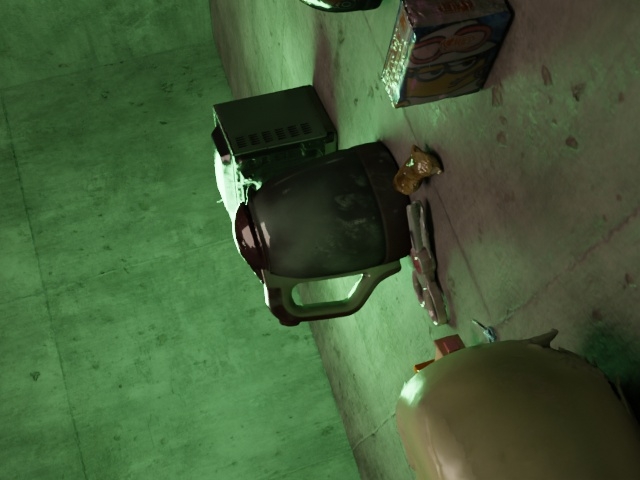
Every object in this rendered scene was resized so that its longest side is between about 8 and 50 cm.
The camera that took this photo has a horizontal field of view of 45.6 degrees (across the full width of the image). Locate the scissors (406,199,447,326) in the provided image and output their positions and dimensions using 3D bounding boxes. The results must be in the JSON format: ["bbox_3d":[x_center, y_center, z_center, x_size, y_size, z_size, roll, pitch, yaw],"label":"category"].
[{"bbox_3d":[0.179,0.035,1.324,0.118,0.031,0.242,-121,14,-56],"label":"scissors"}]

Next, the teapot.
[{"bbox_3d":[0.000,0.000,1.448,0.233,0.313,0.314,-143,38,-77],"label":"teapot"}]

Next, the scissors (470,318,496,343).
[{"bbox_3d":[0.249,0.138,1.169,0.083,0.006,0.036,-133,26,-69],"label":"scissors"}]

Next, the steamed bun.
[{"bbox_3d":[0.238,0.271,0.805,0.333,0.233,0.311,73,173,-56],"label":"steamed bun"}]

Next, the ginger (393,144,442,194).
[{"bbox_3d":[0.153,-0.112,1.209,0.137,0.044,0.057,133,150,-72],"label":"ginger"}]

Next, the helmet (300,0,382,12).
[{"bbox_3d":[-0.004,-0.469,1.159,0.230,0.161,0.278,87,162,-60],"label":"helmet"}]

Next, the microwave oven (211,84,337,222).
[{"bbox_3d":[-0.108,-0.164,1.893,0.354,0.287,0.218,92,158,-50],"label":"microwave oven"}]

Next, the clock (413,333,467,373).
[{"bbox_3d":[0.235,0.293,1.248,0.219,0.106,0.255,-118,20,-45],"label":"clock"}]

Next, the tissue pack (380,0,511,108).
[{"bbox_3d":[0.140,-0.221,0.879,0.155,0.116,0.065,99,156,-69],"label":"tissue pack"}]
